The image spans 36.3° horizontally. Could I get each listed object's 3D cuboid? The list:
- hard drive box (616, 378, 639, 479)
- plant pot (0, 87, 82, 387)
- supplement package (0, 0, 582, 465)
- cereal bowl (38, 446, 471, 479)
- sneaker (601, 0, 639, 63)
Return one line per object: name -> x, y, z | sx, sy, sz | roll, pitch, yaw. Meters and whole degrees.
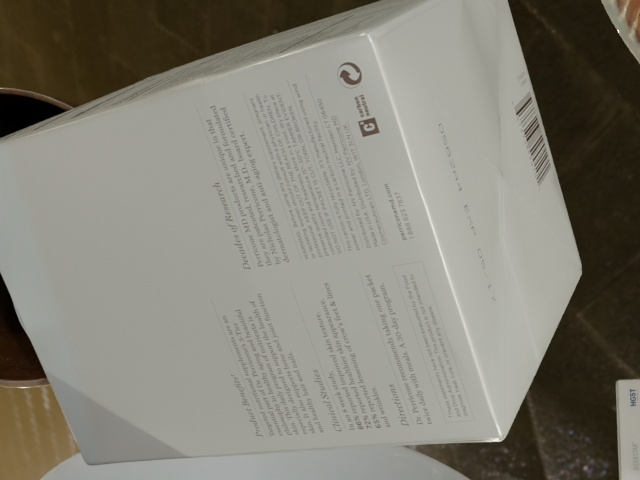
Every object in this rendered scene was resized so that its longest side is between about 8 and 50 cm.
hard drive box -> 0.519, 0.276, 1.302 | 0.232, 0.181, 0.089 | -4, 130, 19
plant pot -> -0.214, -0.023, 0.791 | 0.215, 0.215, 0.230 | 63, -172, -10
supplement package -> -0.019, -0.012, 0.562 | 0.263, 0.198, 0.199 | -11, 107, 30
cereal bowl -> -0.033, 0.246, 0.627 | 0.339, 0.339, 0.141 | 19, 111, 44
sneaker -> 0.267, -0.144, 0.603 | 0.108, 0.121, 0.302 | -5, 124, 54
